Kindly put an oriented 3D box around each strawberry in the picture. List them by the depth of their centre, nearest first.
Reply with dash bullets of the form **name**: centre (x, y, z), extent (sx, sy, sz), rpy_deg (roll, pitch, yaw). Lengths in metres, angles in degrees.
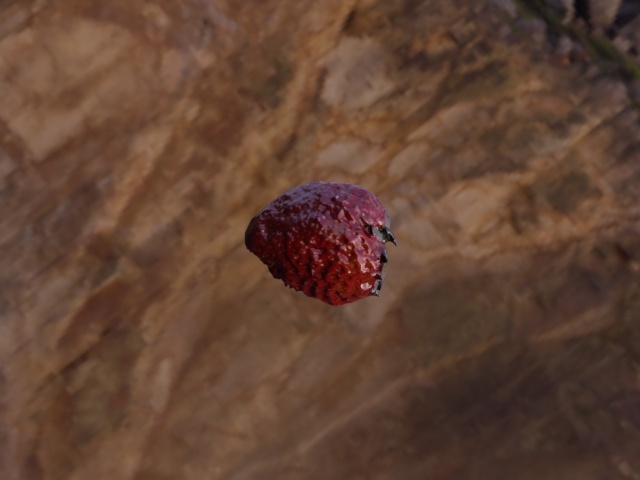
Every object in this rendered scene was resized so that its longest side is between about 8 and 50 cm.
- **strawberry**: centre (0.004, -0.003, 1.482), extent (0.148, 0.131, 0.131), rpy_deg (22, -6, -17)
